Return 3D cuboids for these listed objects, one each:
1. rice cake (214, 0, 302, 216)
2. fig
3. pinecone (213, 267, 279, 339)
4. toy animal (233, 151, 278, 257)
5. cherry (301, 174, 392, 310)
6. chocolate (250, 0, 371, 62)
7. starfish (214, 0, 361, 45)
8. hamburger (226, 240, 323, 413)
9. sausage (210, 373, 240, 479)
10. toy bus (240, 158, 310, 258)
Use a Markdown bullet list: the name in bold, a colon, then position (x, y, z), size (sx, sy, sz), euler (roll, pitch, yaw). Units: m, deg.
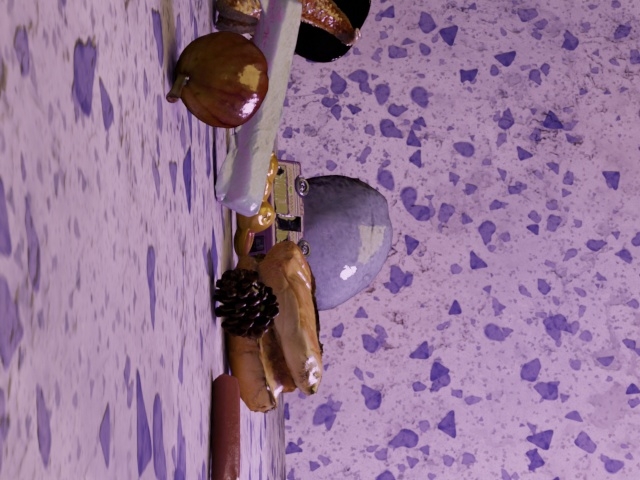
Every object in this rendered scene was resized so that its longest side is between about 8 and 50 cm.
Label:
- **rice cake**: position (-0.083, -0.177, 1.384), size (0.051, 0.081, 0.290), euler (5, -97, 48)
- **fig**: position (-0.101, -0.145, 0.985), size (0.125, 0.089, 0.089), euler (-10, 98, -67)
- **pinecone**: position (-0.090, 0.073, 1.284), size (0.077, 0.077, 0.083), euler (-92, 156, -43)
- **toy animal**: position (-0.098, -0.054, 1.585), size (0.083, 0.070, 0.159), euler (-115, -152, -86)
- **cherry**: position (0.000, 0.000, 2.105), size (0.255, 0.296, 0.218), euler (53, -21, 32)
- **chocolate**: position (-0.040, -0.445, 1.761), size (0.210, 0.225, 0.340), euler (-165, -108, -77)
- **starfish**: position (-0.045, -0.341, 1.532), size (0.303, 0.113, 0.312), euler (14, 100, -62)
- **hamburger**: position (-0.072, 0.102, 1.470), size (0.262, 0.124, 0.131), euler (-99, 166, -49)
- **sausage**: position (-0.104, 0.209, 1.208), size (0.030, 0.035, 0.147), euler (-46, -147, 42)
- **toy bus**: position (-0.079, -0.035, 1.721), size (0.098, 0.087, 0.178), euler (7, 77, -49)
